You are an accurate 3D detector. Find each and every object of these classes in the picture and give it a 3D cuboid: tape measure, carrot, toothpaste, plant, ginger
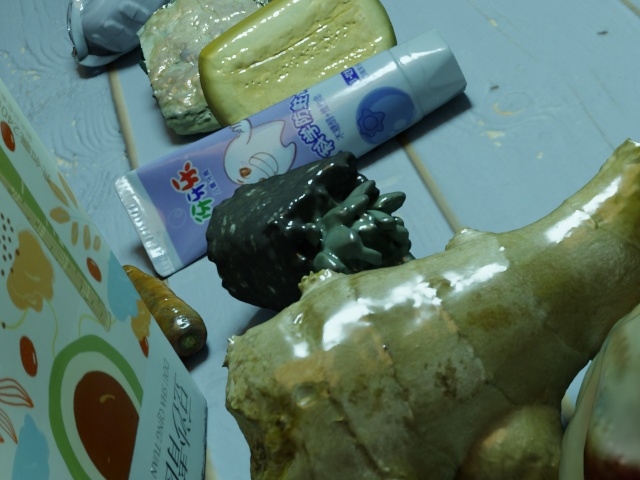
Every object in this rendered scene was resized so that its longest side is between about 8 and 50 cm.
[{"bbox_3d":[-0.256,-0.348,1.945,0.197,0.120,0.236,-22,48,50],"label":"tape measure"},{"bbox_3d":[-0.157,0.060,1.403,0.047,0.047,0.191,-34,31,-10],"label":"carrot"},{"bbox_3d":[-0.027,-0.097,1.503,0.371,0.080,0.125,-29,69,1],"label":"toothpaste"},{"bbox_3d":[0.000,0.000,1.294,0.194,0.129,0.132,2,42,42],"label":"plant"},{"bbox_3d":[0.121,0.084,1.004,0.375,0.166,0.236,-28,53,8],"label":"ginger"}]

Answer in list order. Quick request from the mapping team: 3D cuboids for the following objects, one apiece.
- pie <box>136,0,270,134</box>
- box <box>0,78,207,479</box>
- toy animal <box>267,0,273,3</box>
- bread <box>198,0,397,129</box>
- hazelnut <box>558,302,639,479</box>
[{"bbox_3d":[-0.126,-0.223,1.727,0.185,0.052,0.218,-28,48,9],"label":"pie"},{"bbox_3d":[-0.226,0.112,1.057,0.122,0.385,0.344,-19,33,13],"label":"box"},{"bbox_3d":[-0.008,-0.335,1.805,0.148,0.084,0.233,9,40,5],"label":"toy animal"},{"bbox_3d":[-0.024,-0.192,1.584,0.217,0.147,0.098,-29,1,-3],"label":"bread"},{"bbox_3d":[0.266,0.124,0.852,0.241,0.261,0.261,24,47,3],"label":"hazelnut"}]
